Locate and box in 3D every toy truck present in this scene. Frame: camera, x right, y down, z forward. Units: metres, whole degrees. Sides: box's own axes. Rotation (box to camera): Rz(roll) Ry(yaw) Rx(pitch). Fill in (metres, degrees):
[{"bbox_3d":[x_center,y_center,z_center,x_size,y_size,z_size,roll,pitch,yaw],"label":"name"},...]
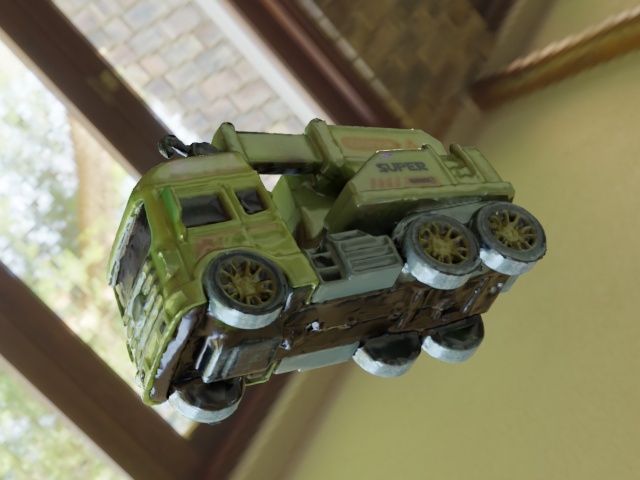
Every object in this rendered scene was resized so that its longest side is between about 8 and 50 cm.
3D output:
[{"bbox_3d":[0.000,0.000,0.549,0.169,0.100,0.077,-10,146,-29],"label":"toy truck"}]
